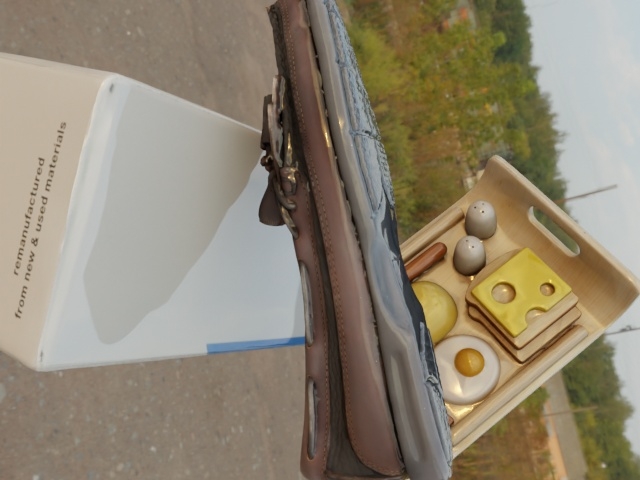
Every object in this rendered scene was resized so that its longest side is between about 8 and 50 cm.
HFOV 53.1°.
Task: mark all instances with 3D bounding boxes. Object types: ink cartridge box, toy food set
[{"bbox_3d":[-0.212,-0.046,0.533,0.285,0.395,0.166,10,97,-59],"label":"ink cartridge box"},{"bbox_3d":[0.142,0.068,0.668,0.220,0.306,0.092,49,-8,28],"label":"toy food set"}]

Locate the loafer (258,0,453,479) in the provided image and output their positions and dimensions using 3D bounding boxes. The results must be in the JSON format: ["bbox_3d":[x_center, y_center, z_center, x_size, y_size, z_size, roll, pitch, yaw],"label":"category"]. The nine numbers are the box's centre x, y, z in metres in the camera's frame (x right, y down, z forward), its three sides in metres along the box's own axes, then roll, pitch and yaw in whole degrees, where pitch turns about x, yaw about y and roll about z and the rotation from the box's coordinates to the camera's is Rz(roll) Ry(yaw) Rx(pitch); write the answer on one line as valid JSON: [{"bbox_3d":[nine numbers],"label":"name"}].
[{"bbox_3d":[0.000,0.000,0.380,0.109,0.095,0.302,1,75,-77],"label":"loafer"}]
